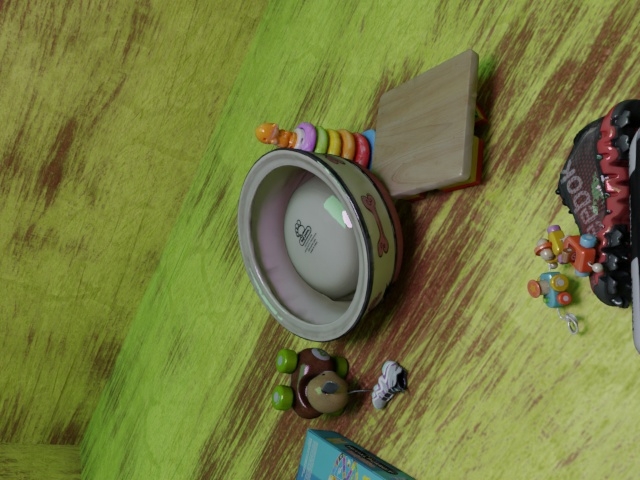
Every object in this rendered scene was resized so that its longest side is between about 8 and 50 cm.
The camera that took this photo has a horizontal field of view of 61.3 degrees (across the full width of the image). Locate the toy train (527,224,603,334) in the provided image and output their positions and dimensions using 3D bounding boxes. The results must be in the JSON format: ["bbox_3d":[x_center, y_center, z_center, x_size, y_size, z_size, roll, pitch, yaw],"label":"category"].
[{"bbox_3d":[0.333,0.049,0.757,0.125,0.046,0.166,-99,2,-55],"label":"toy train"}]

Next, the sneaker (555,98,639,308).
[{"bbox_3d":[0.397,-0.047,0.749,0.135,0.098,0.275,172,101,-74],"label":"sneaker"}]

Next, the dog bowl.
[{"bbox_3d":[0.000,0.000,1.149,0.408,0.151,0.407,20,117,43],"label":"dog bowl"}]

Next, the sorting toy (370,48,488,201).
[{"bbox_3d":[0.223,-0.207,1.089,0.257,0.090,0.255,-13,65,55],"label":"sorting toy"}]

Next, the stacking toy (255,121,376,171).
[{"bbox_3d":[-0.019,-0.209,1.259,0.175,0.302,0.165,-35,48,46],"label":"stacking toy"}]

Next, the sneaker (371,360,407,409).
[{"bbox_3d":[0.138,0.286,1.036,0.069,0.038,0.098,16,89,59],"label":"sneaker"}]

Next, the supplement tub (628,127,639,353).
[{"bbox_3d":[0.440,-0.025,0.576,0.194,0.194,0.315,-15,63,54],"label":"supplement tub"}]

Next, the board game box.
[{"bbox_3d":[0.064,0.531,0.997,0.336,0.079,0.253,5,79,57],"label":"board game box"}]

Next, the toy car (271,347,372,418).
[{"bbox_3d":[0.013,0.291,1.100,0.188,0.155,0.148,-23,57,57],"label":"toy car"}]
